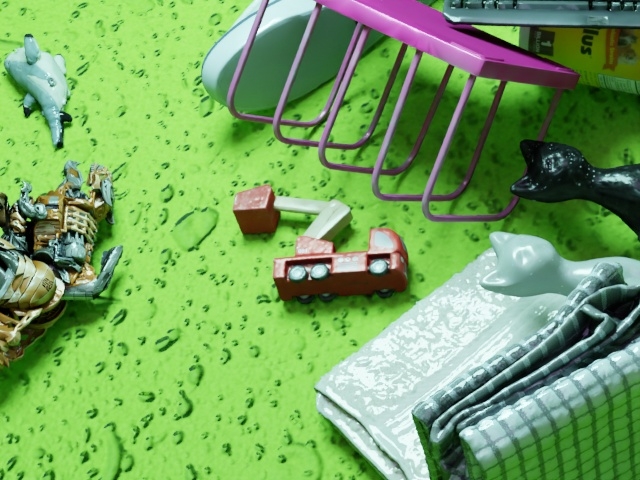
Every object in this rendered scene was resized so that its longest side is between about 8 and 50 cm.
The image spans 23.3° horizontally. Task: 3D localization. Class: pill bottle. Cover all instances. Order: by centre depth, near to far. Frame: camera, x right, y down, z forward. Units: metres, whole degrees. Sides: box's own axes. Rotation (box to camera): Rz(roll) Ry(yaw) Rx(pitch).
[{"bbox_3d":[0.333,-0.221,1.697,0.215,0.117,0.117,13,59,24],"label":"pill bottle"}]

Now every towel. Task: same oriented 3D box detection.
[{"bbox_3d":[0.206,0.171,1.333,0.235,0.283,0.121,-30,51,-9],"label":"towel"},{"bbox_3d":[0.146,0.126,1.533,0.282,0.049,0.187,-38,54,-14],"label":"towel"}]

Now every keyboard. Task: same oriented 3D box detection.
[{"bbox_3d":[0.294,-0.278,1.652,0.317,0.033,0.201,3,34,8],"label":"keyboard"}]

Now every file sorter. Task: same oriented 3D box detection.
[{"bbox_3d":[0.078,-0.153,1.643,0.291,0.202,0.182,30,108,32],"label":"file sorter"}]

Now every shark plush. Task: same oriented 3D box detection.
[{"bbox_3d":[-0.339,-0.176,1.911,0.067,0.073,0.161,-34,71,14],"label":"shark plush"}]

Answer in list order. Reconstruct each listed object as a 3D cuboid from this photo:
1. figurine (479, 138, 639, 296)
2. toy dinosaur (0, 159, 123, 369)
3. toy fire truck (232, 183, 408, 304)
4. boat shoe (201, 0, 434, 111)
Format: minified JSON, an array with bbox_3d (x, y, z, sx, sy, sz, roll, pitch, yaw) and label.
[{"bbox_3d":[0.272,0.001,1.518,0.209,0.092,0.215,19,51,7],"label":"figurine"},{"bbox_3d":[-0.342,0.032,1.684,0.218,0.164,0.322,20,38,9],"label":"toy dinosaur"},{"bbox_3d":[0.000,0.000,1.668,0.192,0.047,0.135,-5,52,11],"label":"toy fire truck"},{"bbox_3d":[-0.013,-0.295,1.839,0.367,0.136,0.156,-36,53,-16],"label":"boat shoe"}]
